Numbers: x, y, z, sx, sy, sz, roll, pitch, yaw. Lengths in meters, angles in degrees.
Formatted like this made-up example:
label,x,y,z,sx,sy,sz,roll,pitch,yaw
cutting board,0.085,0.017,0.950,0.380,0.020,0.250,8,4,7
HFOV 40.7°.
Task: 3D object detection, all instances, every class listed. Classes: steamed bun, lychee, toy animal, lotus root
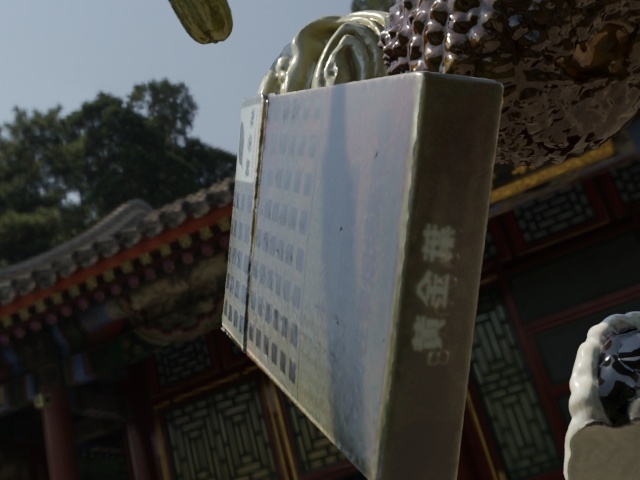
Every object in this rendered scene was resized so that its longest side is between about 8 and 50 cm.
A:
label,x,y,z,sx,sy,sz,roll,pitch,yaw
steamed bun,0.036,-0.195,1.192,0.324,0.309,0.219,19,-17,40
lychee,0.192,-0.203,0.851,0.267,0.267,0.267,-13,-23,-6
toy animal,0.358,0.182,0.901,0.208,0.156,0.204,-2,-57,11
lotus root,-0.200,-0.394,1.354,0.090,0.077,0.183,-10,-58,36

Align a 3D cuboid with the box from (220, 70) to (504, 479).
label,x,y,z,sx,sy,sz,roll,pitch,yaw
box,0.000,0.001,0.511,0.047,0.180,0.325,4,5,-19
